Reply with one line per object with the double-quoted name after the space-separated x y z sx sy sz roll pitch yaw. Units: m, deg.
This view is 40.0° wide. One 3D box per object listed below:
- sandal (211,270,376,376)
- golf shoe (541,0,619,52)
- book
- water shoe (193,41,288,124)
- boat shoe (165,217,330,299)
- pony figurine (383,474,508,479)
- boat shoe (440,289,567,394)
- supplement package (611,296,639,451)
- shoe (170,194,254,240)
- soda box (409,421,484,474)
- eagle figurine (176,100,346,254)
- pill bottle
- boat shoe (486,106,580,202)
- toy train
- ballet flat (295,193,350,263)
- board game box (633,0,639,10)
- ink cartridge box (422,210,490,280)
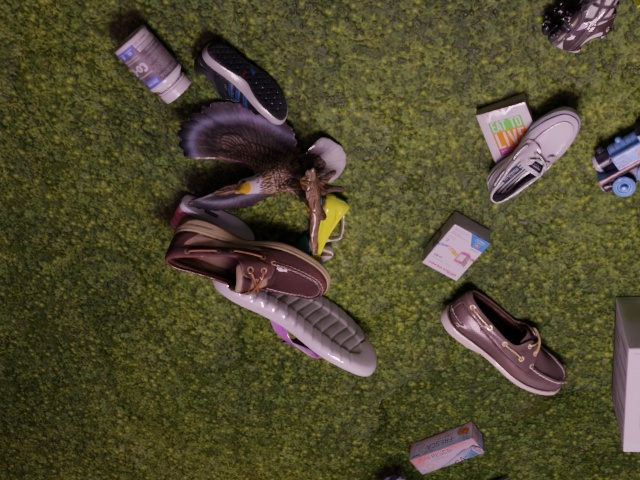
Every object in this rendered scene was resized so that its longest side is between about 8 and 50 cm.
-0.061 0.174 1.933 0.416 0.169 0.102 34 122 0 "sandal"
0.470 -0.398 1.481 0.094 0.077 0.198 26 130 -32 "golf shoe"
0.363 -0.198 1.664 0.096 0.035 0.144 -16 124 22 "book"
-0.149 -0.292 1.670 0.203 0.073 0.080 43 143 -16 "water shoe"
-0.152 0.065 1.804 0.342 0.123 0.123 21 134 -3 "boat shoe"
0.295 0.726 2.161 0.363 0.351 0.303 29 125 -6 "pony figurine"
0.416 0.221 1.912 0.324 0.116 0.096 35 127 -9 "boat shoe"
0.722 0.276 1.826 0.199 0.198 0.262 -1 118 11 "supplement package"
-0.232 -0.023 1.878 0.178 0.063 0.081 30 130 -9 "shoe"
0.312 0.515 2.177 0.183 0.058 0.063 -28 117 27 "soda box"
-0.119 -0.132 1.727 0.298 0.225 0.226 21 88 31 "eagle figurine"
-0.312 -0.329 1.653 0.078 0.078 0.137 -31 115 28 "pill bottle"
0.397 -0.147 1.629 0.083 0.075 0.226 28 130 -13 "boat shoe"
0.589 -0.159 1.626 0.184 0.080 0.105 -31 107 30 "toy train"
0.000 0.000 1.848 0.077 0.077 0.231 10 127 -19 "ballet flat"
0.599 -0.376 1.448 0.181 0.043 0.092 30 128 -35 "board game box"
0.280 0.013 1.818 0.089 0.052 0.122 28 127 -11 "ink cartridge box"
